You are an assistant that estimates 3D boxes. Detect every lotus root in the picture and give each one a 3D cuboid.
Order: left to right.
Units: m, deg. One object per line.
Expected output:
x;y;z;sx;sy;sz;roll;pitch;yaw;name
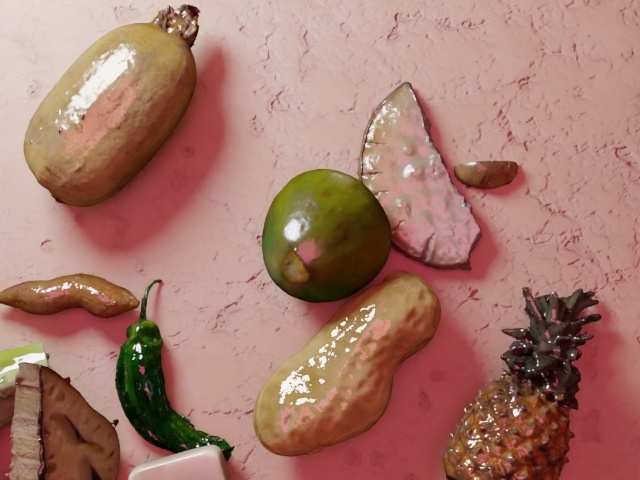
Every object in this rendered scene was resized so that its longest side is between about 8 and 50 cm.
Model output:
-0.348;0.297;1.688;0.074;0.170;0.261;2;86;36;lotus root
-0.281;-0.200;1.761;0.169;0.151;0.343;39;88;6;lotus root

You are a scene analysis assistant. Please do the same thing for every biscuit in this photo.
0.126;-0.077;1.785;0.141;0.038;0.290;-23;82;-1;biscuit

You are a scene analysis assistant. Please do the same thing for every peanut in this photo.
0.044;0.179;1.710;0.319;0.147;0.147;-44;83;-9;peanut

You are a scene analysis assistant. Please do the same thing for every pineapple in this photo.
0.295;0.203;1.689;0.169;0.169;0.340;27;77;6;pineapple

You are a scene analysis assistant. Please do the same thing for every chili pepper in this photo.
-0.226;0.199;1.749;0.122;0.065;0.279;-22;84;-15;chili pepper

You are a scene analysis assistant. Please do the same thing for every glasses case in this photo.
-0.157;0.442;1.685;0.131;0.070;0.313;-15;90;1;glasses case

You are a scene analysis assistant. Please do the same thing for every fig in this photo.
0.000;0.000;1.717;0.181;0.191;0.181;8;117;16;fig

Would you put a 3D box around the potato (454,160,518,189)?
0.240;-0.095;1.785;0.093;0.036;0.037;-3;78;1;potato

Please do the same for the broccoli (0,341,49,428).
-0.519;0.225;1.662;0.302;0.249;0.375;-20;76;2;broccoli

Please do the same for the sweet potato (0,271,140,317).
-0.363;0.077;1.774;0.218;0.051;0.065;2;50;8;sweet potato
